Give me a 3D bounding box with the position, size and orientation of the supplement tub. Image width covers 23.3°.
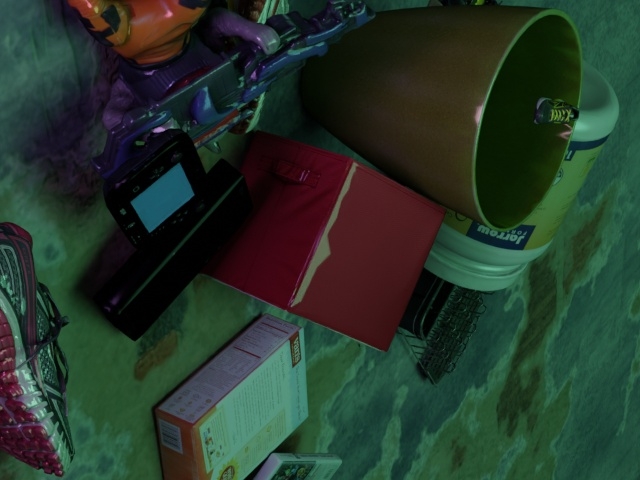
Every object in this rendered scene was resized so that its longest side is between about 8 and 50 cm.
[{"bbox_3d":[0.254,-0.108,2.172,0.228,0.228,0.316,-29,149,-50],"label":"supplement tub"}]

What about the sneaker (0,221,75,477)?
[{"bbox_3d":[-0.298,0.120,1.561,0.112,0.121,0.299,-48,142,-38],"label":"sneaker"}]

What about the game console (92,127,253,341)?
[{"bbox_3d":[-0.167,-0.016,1.632,0.213,0.044,0.361,-49,167,-10],"label":"game console"}]

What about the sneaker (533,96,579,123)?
[{"bbox_3d":[0.284,-0.155,1.860,0.083,0.035,0.031,-19,121,-54],"label":"sneaker"}]

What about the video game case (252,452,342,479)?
[{"bbox_3d":[-0.069,0.366,2.104,0.190,0.022,0.173,-54,152,12],"label":"video game case"}]

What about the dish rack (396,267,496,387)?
[{"bbox_3d":[0.205,0.107,2.421,0.208,0.074,0.271,-58,148,-20],"label":"dish rack"}]

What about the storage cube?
[{"bbox_3d":[0.000,0.000,1.876,0.215,0.184,0.193,24,87,-44],"label":"storage cube"}]

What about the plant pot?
[{"bbox_3d":[0.134,-0.182,1.928,0.275,0.294,0.274,-34,134,-46],"label":"plant pot"}]

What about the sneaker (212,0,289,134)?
[{"bbox_3d":[-0.074,-0.230,1.768,0.093,0.088,0.225,-12,116,-58],"label":"sneaker"}]

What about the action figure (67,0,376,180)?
[{"bbox_3d":[-0.127,-0.234,1.603,0.341,0.178,0.330,-28,139,-17],"label":"action figure"}]

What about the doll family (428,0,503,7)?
[{"bbox_3d":[0.204,-0.311,2.201,0.193,0.076,0.111,-63,153,-5],"label":"doll family"}]

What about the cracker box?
[{"bbox_3d":[-0.108,0.220,1.975,0.232,0.067,0.155,-39,138,-42],"label":"cracker box"}]
